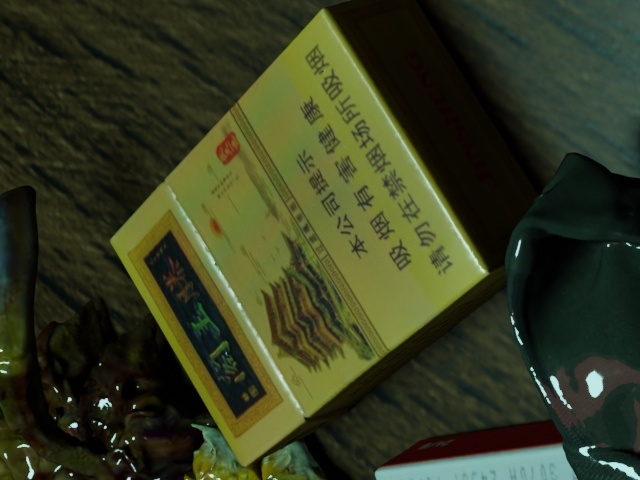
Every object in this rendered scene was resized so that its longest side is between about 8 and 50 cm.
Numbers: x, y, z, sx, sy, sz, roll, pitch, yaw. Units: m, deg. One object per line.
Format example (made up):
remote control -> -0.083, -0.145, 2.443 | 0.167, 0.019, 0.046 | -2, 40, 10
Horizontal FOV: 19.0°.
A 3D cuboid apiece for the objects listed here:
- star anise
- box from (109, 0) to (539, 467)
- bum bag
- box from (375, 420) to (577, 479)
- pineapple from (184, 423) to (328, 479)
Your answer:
star anise -> -0.176, 0.119, 1.311 | 0.237, 0.148, 0.346 | 23, 131, 36
box -> 0.000, 0.000, 1.130 | 0.274, 0.076, 0.174 | -42, 74, 46
bum bag -> 0.195, 0.102, 0.945 | 0.080, 0.142, 0.326 | 89, 158, -82
box -> 0.138, 0.165, 1.073 | 0.229, 0.050, 0.123 | -16, 96, 48
pineapple -> -0.009, 0.279, 1.194 | 0.158, 0.161, 0.334 | -9, 97, 45
